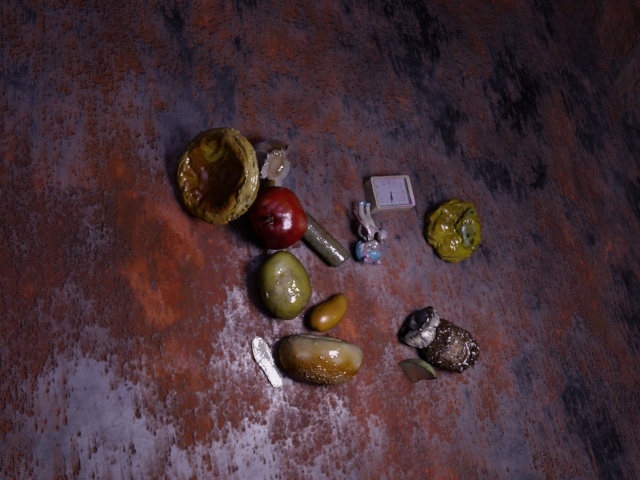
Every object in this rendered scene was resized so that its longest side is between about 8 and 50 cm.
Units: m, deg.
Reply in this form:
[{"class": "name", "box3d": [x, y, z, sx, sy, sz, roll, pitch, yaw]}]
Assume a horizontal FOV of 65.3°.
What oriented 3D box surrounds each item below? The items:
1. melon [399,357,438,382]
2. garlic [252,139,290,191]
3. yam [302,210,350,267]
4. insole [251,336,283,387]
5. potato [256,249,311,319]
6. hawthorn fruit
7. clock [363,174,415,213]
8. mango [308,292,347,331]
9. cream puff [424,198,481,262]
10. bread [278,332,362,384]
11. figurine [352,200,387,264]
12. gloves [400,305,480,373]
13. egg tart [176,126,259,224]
[{"class": "melon", "box3d": [0.373, 0.486, 1.876, 0.054, 0.182, 0.097, -20, 79, -25]}, {"class": "garlic", "box3d": [-0.229, -0.279, 1.838, 0.257, 0.207, 0.206, -4, 77, -18]}, {"class": "yam", "box3d": [0.000, 0.000, 1.910, 0.259, 0.093, 0.093, 44, 64, -5]}, {"class": "insole", "box3d": [-0.189, 0.428, 1.756, 0.063, 0.010, 0.191, -27, 86, -26]}, {"class": "potato", "box3d": [-0.130, 0.159, 1.779, 0.228, 0.149, 0.197, 52, 51, -3]}, {"class": "hawthorn fruit", "box3d": [-0.156, -0.081, 1.743, 0.211, 0.266, 0.229, -14, 90, 0]}, {"class": "clock", "box3d": [0.289, -0.193, 2.092, 0.192, 0.071, 0.146, -5, 77, -24]}, {"class": "mango", "box3d": [0.032, 0.269, 1.853, 0.184, 0.085, 0.102, -36, 87, -36]}, {"class": "cream puff", "box3d": [0.582, -0.050, 2.110, 0.282, 0.185, 0.281, 5, 73, -17]}, {"class": "bread", "box3d": [0.022, 0.416, 1.744, 0.315, 0.192, 0.171, 15, 69, -18]}, {"class": "figurine", "box3d": [0.192, -0.025, 2.004, 0.205, 0.103, 0.259, 16, 63, -56]}, {"class": "gloves", "box3d": [0.480, 0.395, 1.968, 0.312, 0.135, 0.210, 42, 65, -7]}, {"class": "egg tart", "box3d": [-0.341, -0.226, 1.744, 0.150, 0.352, 0.351, -3, 73, -62]}]
